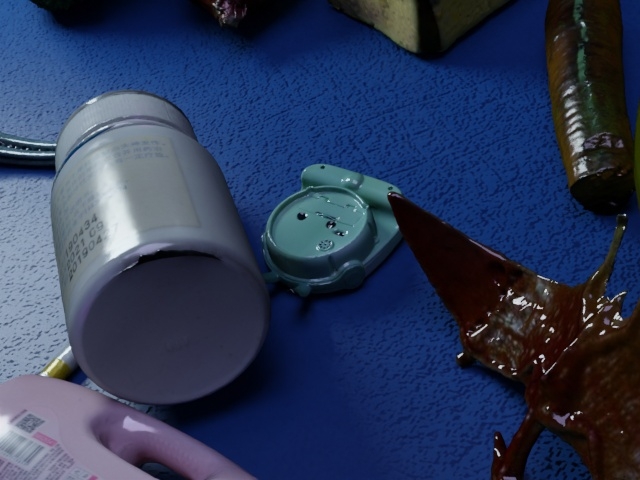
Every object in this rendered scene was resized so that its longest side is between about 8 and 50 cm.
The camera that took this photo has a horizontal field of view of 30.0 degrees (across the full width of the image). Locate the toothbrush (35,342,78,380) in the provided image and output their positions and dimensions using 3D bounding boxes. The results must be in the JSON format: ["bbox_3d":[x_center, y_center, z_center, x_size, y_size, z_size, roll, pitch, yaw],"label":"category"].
[{"bbox_3d":[-0.260,0.168,0.857,0.021,0.024,0.288,17,52,31],"label":"toothbrush"}]

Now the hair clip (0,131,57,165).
[{"bbox_3d":[-0.290,-0.095,1.121,0.229,0.070,0.039,10,45,14],"label":"hair clip"}]

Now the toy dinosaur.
[{"bbox_3d":[0.125,0.067,0.735,0.113,0.206,0.327,19,45,-25],"label":"toy dinosaur"}]

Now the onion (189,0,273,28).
[{"bbox_3d":[-0.090,-0.290,1.194,0.159,0.159,0.195,-2,63,13],"label":"onion"}]

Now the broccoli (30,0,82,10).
[{"bbox_3d":[-0.246,-0.395,1.286,0.275,0.308,0.308,22,36,-26],"label":"broccoli"}]

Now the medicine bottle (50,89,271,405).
[{"bbox_3d":[-0.131,-0.006,0.907,0.143,0.143,0.258,-19,37,-4],"label":"medicine bottle"}]

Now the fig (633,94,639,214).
[{"bbox_3d":[0.341,-0.031,0.702,0.343,0.343,0.343,-8,44,8],"label":"fig"}]

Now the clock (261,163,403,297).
[{"bbox_3d":[0.000,0.000,0.945,0.101,0.041,0.135,18,53,30],"label":"clock"}]

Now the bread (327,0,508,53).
[{"bbox_3d":[0.128,-0.326,1.157,0.264,0.163,0.167,-38,47,-23],"label":"bread"}]

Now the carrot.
[{"bbox_3d":[0.227,-0.128,0.999,0.070,0.070,0.260,-5,46,11],"label":"carrot"}]

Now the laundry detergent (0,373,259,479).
[{"bbox_3d":[-0.101,0.190,0.749,0.335,0.088,0.159,19,45,29],"label":"laundry detergent"}]
